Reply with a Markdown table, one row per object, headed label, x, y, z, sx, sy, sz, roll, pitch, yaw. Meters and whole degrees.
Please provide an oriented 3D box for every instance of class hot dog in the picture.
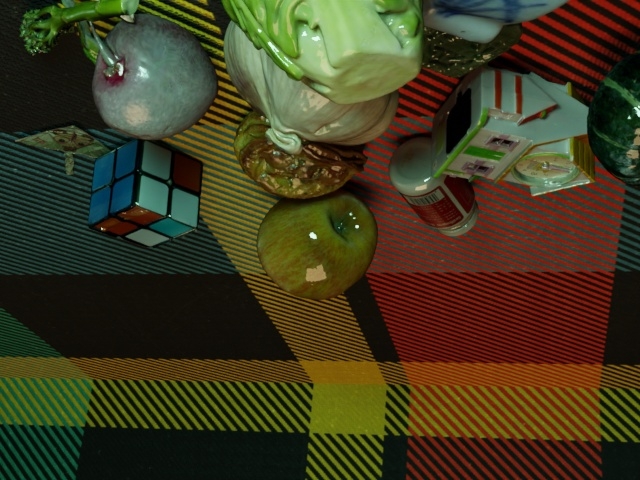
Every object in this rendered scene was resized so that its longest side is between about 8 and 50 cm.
| label | x | y | z | sx | sy | sz | roll | pitch | yaw |
| --- | --- | --- | --- | --- | --- | --- | --- | --- | --- |
| hot dog | -0.036 | -0.169 | 2.087 | 0.272 | 0.122 | 0.196 | 19 | 145 | -24 |

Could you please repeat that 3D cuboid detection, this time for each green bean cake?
| label | x | y | z | sx | sy | sz | roll | pitch | yaw |
| --- | --- | --- | --- | --- | --- | --- | --- | --- | --- |
| green bean cake | 0.215 | -0.350 | 1.689 | 0.185 | 0.094 | 0.183 | 15 | 153 | -31 |

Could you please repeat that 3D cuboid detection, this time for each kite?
| label | x | y | z | sx | sy | sz | roll | pitch | yaw |
| --- | --- | --- | --- | --- | --- | --- | --- | --- | --- |
| kite | -0.548 | -0.196 | 2.251 | 0.229 | 0.012 | 0.250 | 10 | 155 | -13 |

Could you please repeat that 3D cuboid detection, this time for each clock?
| label | x | y | z | sx | sy | sz | roll | pitch | yaw |
| --- | --- | --- | --- | --- | --- | --- | --- | --- | --- |
| clock | 0.389 | -0.189 | 1.905 | 0.310 | 0.166 | 0.235 | 10 | 155 | -13 |

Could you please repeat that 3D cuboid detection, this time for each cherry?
| label | x | y | z | sx | sy | sz | roll | pitch | yaw |
| --- | --- | --- | --- | --- | --- | --- | --- | --- | --- |
| cherry | -0.295 | -0.281 | 1.795 | 0.266 | 0.213 | 0.184 | 12 | -171 | -35 |

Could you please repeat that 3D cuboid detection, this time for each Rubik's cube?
| label | x | y | z | sx | sy | sz | roll | pitch | yaw |
| --- | --- | --- | --- | --- | --- | --- | --- | --- | --- |
| Rubik's cube | -0.378 | -0.099 | 2.234 | 0.180 | 0.167 | 0.183 | 21 | 152 | -40 |

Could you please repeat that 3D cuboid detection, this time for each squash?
| label | x | y | z | sx | sy | sz | roll | pitch | yaw |
| --- | --- | --- | --- | --- | --- | --- | --- | --- | --- |
| squash | 0.575 | -0.209 | 1.757 | 0.252 | 0.165 | 0.252 | -14 | 129 | -18 |

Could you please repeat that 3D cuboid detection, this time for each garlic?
| label | x | y | z | sx | sy | sz | roll | pitch | yaw |
| --- | --- | --- | --- | --- | --- | --- | --- | --- | --- |
| garlic | -0.017 | -0.281 | 1.703 | 0.241 | 0.322 | 0.322 | -32 | 155 | -8 |

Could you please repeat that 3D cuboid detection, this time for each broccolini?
| label | x | y | z | sx | sy | sz | roll | pitch | yaw |
| --- | --- | --- | --- | --- | --- | --- | --- | --- | --- |
| broccolini | -0.386 | -0.357 | 1.679 | 0.392 | 0.074 | 0.078 | 7 | 128 | 50 |

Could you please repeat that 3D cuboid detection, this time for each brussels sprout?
| label | x | y | z | sx | sy | sz | roll | pitch | yaw |
| --- | --- | --- | --- | --- | --- | --- | --- | --- | --- |
| brussels sprout | 0.008 | -0.361 | 1.410 | 0.282 | 0.354 | 0.289 | -20 | 167 | -13 |

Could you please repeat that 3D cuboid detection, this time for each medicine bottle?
| label | x | y | z | sx | sy | sz | roll | pitch | yaw |
| --- | --- | --- | --- | --- | --- | --- | --- | --- | --- |
| medicine bottle | 0.241 | -0.107 | 2.152 | 0.131 | 0.131 | 0.250 | -7 | 153 | 25 |

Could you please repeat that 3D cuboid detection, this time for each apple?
| label | x | y | z | sx | sy | sz | roll | pitch | yaw |
| --- | --- | --- | --- | --- | --- | --- | --- | --- | --- |
| apple | 0.000 | 0.000 | 2.295 | 0.264 | 0.264 | 0.264 | 4 | 155 | 2 |

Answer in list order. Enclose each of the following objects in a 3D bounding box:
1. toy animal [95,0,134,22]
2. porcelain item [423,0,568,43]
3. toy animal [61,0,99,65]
| label | x | y | z | sx | sy | sz | roll | pitch | yaw |
| --- | --- | --- | --- | --- | --- | --- | --- | --- | --- |
| toy animal | -0.361 | -0.412 | 1.680 | 0.124 | 0.071 | 0.085 | 7 | 154 | -5 |
| porcelain item | 0.277 | -0.430 | 1.392 | 0.243 | 0.178 | 0.405 | 13 | 157 | -20 |
| toy animal | -0.395 | -0.359 | 1.842 | 0.075 | 0.041 | 0.217 | 3 | 151 | 8 |
